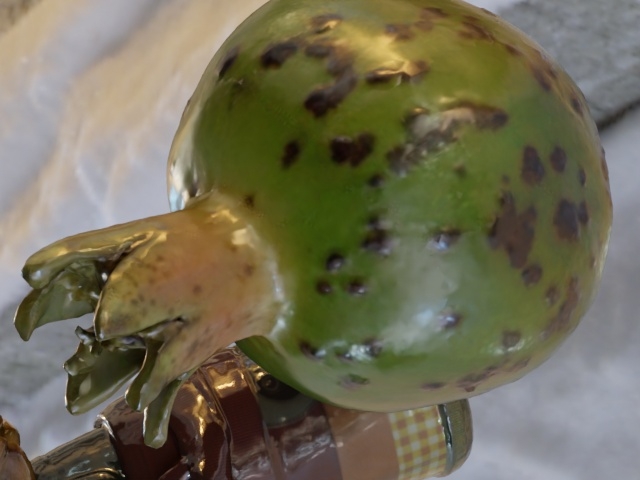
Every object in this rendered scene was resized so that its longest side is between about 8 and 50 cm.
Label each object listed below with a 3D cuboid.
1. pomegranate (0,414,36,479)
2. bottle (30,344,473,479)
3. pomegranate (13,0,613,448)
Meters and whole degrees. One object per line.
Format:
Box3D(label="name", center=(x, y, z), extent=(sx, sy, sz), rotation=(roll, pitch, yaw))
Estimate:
Box3D(label="pomegranate", center=(-0.290, 0.199, 0.745), extent=(0.410, 0.410, 0.410), rotation=(-24, 60, 51))
Box3D(label="bottle", center=(-0.047, 0.133, 0.950), extent=(0.143, 0.271, 0.156), rotation=(67, 164, 8))
Box3D(label="pomegranate", center=(0.016, 0.006, 0.765), extent=(0.231, 0.231, 0.286), rotation=(-27, 21, 50))
